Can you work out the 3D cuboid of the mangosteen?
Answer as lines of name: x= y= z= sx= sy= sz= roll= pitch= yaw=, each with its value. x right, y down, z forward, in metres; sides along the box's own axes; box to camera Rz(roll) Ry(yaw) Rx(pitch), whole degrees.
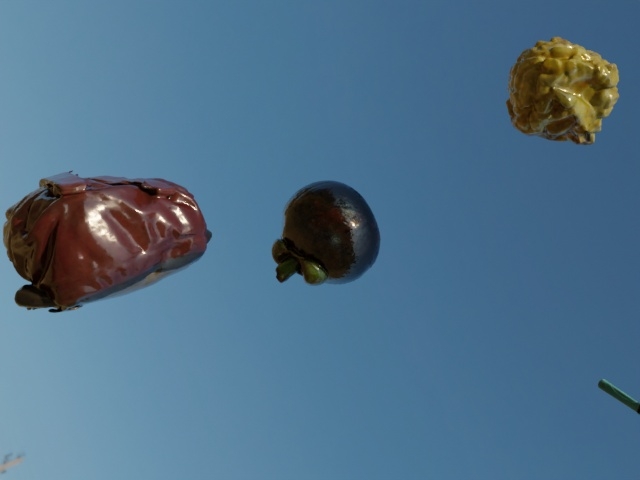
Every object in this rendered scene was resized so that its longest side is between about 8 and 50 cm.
mangosteen: x=0.004 y=-0.010 z=1.592 sx=0.216 sy=0.216 sz=0.216 roll=24 pitch=-58 yaw=45

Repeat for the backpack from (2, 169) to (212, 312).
backpack: x=-0.244 y=-0.012 z=0.888 sx=0.229 sy=0.229 sz=0.138 roll=8 pitch=-67 yaw=50

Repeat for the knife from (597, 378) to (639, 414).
knife: x=0.290 y=0.151 z=0.731 sx=0.091 sy=0.005 sz=0.014 roll=35 pitch=-74 yaw=39

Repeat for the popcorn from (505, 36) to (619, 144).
popcorn: x=0.386 y=-0.235 z=1.301 sx=0.180 sy=0.180 sz=0.170 roll=-45 pitch=-142 yaw=50
